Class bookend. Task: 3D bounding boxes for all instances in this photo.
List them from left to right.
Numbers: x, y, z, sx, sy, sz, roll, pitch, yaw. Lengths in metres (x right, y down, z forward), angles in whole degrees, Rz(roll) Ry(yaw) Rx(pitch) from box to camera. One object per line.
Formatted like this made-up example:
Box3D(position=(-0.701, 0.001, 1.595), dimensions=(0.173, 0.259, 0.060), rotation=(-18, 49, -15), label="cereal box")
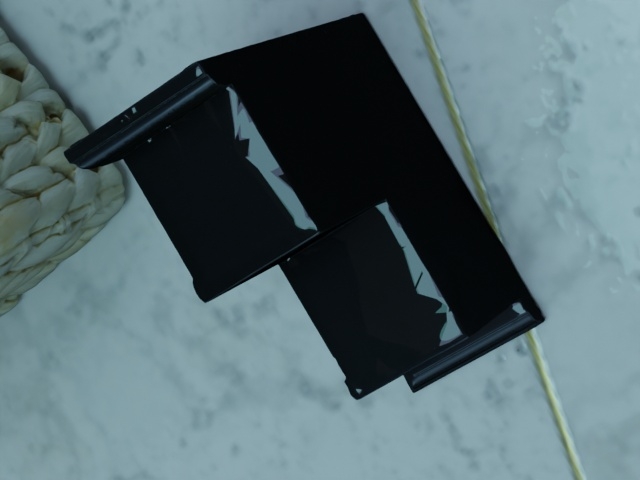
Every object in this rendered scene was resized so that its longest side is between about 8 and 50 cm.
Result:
Box3D(position=(0.000, 0.000, 0.786), dimensions=(0.072, 0.156, 0.157), rotation=(-31, 89, 27), label="bookend")

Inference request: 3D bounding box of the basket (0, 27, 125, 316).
Box3D(position=(-0.320, 0.007, 0.847), dimensions=(0.328, 0.331, 0.266), rotation=(-41, 90, 27), label="basket")
